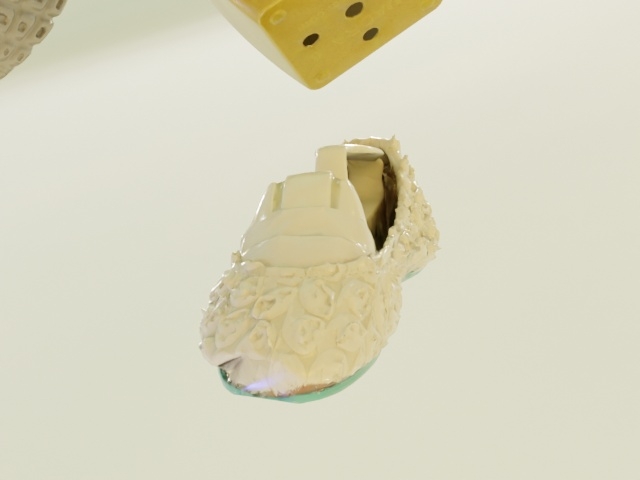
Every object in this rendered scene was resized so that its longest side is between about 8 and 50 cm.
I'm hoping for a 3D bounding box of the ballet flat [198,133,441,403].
[{"bbox_3d":[0.000,0.000,1.316,0.147,0.147,0.409,-15,-170,15],"label":"ballet flat"}]

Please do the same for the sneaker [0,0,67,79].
[{"bbox_3d":[-0.213,-0.221,0.990,0.129,0.297,0.111,-8,163,24],"label":"sneaker"}]

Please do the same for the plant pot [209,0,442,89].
[{"bbox_3d":[-0.014,-0.260,1.496,0.212,0.212,0.187,-35,-120,4],"label":"plant pot"}]
